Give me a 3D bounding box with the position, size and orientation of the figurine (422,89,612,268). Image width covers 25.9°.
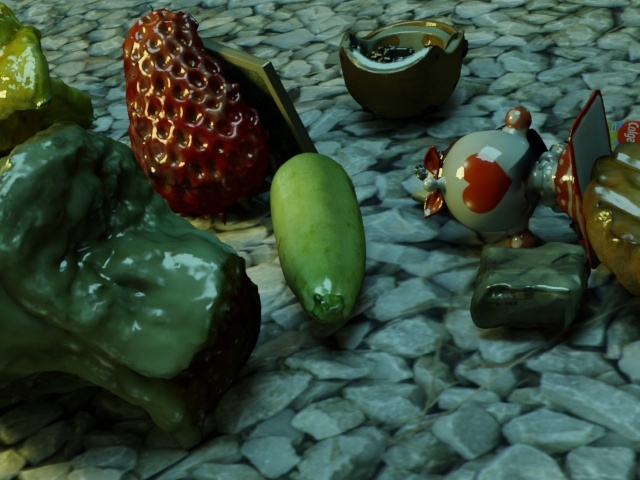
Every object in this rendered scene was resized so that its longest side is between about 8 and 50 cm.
[{"bbox_3d":[0.231,-0.069,1.711,0.226,0.183,0.160,-3,24,26],"label":"figurine"}]

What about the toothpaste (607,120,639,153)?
[{"bbox_3d":[0.409,-0.099,1.842,0.070,0.044,0.193,0,30,16],"label":"toothpaste"}]

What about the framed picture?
[{"bbox_3d":[-0.124,-0.196,1.999,0.020,0.240,0.324,-43,41,-18],"label":"framed picture"}]

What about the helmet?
[{"bbox_3d":[0.126,-0.256,2.130,0.198,0.130,0.224,4,21,16],"label":"helmet"}]

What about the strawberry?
[{"bbox_3d":[-0.190,-0.151,1.907,0.150,0.280,0.253,-33,45,-30],"label":"strawberry"}]

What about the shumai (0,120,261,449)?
[{"bbox_3d":[-0.232,0.076,1.519,0.323,0.397,0.324,26,57,2],"label":"shumai"}]

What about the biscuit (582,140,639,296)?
[{"bbox_3d":[0.450,-0.007,1.569,0.326,0.107,0.325,3,36,-2],"label":"biscuit"}]

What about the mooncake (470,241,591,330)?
[{"bbox_3d":[0.239,0.054,1.590,0.130,0.073,0.125,2,28,19],"label":"mooncake"}]

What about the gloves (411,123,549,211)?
[{"bbox_3d":[0.207,-0.081,1.845,0.181,0.106,0.129,-31,10,26],"label":"gloves"}]

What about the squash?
[{"bbox_3d":[0.003,0.005,1.717,0.118,0.118,0.370,-11,32,-1],"label":"squash"}]

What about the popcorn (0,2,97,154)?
[{"bbox_3d":[-0.532,-0.249,2.181,0.321,0.290,0.326,-33,17,-31],"label":"popcorn"}]
